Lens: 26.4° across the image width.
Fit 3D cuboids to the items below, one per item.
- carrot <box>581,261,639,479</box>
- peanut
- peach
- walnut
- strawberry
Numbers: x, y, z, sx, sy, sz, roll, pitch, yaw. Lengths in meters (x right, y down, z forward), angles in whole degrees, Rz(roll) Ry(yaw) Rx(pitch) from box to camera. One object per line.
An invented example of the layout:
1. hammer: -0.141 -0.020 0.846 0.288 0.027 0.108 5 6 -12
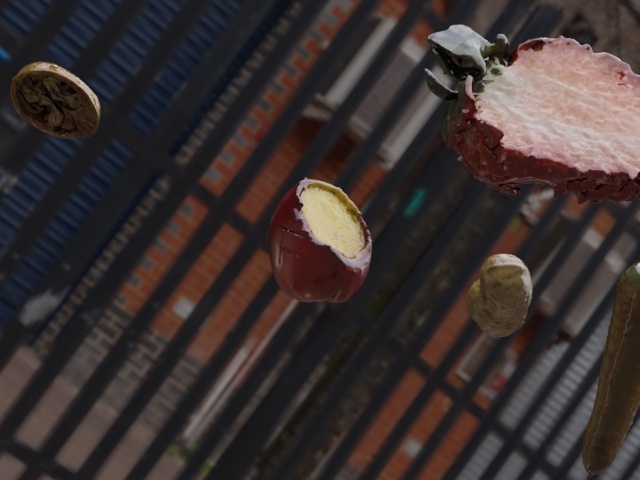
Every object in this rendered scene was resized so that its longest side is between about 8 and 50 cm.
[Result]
1. carrot: 0.341 0.162 1.549 0.078 0.298 0.078 11 23 -5
2. peanut: 0.300 0.093 2.281 0.108 0.095 0.226 1 -27 0
3. peach: 0.000 0.000 2.494 0.190 0.226 0.196 3 7 -4
4. walnut: -0.321 -0.179 1.673 0.121 0.091 0.052 38 36 -28
5. strawberry: 0.215 -0.092 1.216 0.286 0.188 0.106 23 -43 6
